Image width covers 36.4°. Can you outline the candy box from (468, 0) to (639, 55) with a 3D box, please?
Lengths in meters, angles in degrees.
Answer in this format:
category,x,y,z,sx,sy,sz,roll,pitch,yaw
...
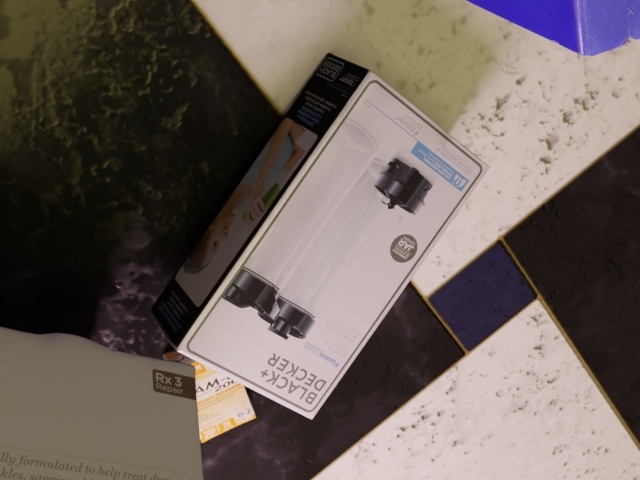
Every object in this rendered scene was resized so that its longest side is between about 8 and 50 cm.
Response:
category,x,y,z,sx,sy,sz,roll,pitch,yaw
candy box,0.119,-0.301,0.652,0.122,0.317,0.268,-23,124,-10

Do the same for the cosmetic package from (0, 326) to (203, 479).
category,x,y,z,sx,sy,sz,roll,pitch,yaw
cosmetic package,-0.273,0.235,0.797,0.217,0.156,0.385,15,137,-28

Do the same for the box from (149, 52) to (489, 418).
category,x,y,z,sx,sy,sz,roll,pitch,yaw
box,0.000,0.000,0.885,0.169,0.087,0.290,35,93,-33

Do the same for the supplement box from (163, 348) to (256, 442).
category,x,y,z,sx,sy,sz,roll,pitch,yaw
supplement box,-0.110,0.146,0.971,0.062,0.036,0.098,-24,123,-10
